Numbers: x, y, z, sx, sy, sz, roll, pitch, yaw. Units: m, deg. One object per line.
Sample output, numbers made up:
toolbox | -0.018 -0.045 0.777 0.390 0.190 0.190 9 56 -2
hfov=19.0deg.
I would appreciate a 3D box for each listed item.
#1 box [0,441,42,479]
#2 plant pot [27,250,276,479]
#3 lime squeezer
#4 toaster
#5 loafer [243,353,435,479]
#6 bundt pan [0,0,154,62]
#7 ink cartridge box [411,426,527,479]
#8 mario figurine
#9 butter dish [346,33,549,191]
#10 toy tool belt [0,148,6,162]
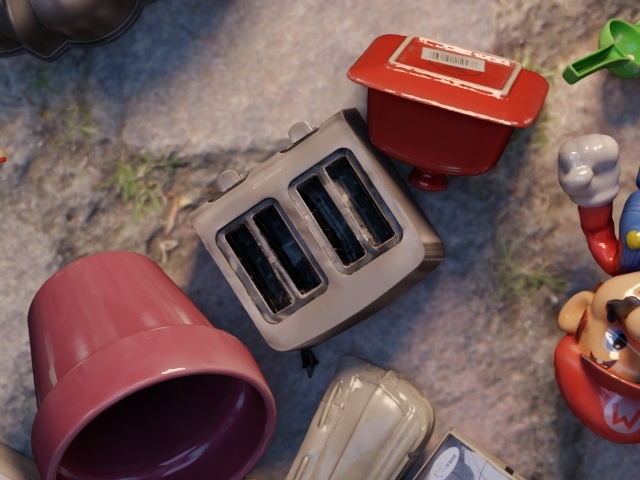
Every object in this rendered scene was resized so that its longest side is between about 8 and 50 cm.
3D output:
box | -0.303 0.276 1.673 0.182 0.119 0.181 29 93 8
plant pot | -0.161 0.115 1.616 0.201 0.201 0.180 -34 50 5
lime squeezer | 0.294 -0.200 1.622 0.310 0.110 0.059 -36 65 -25
toaster | 0.000 0.000 1.640 0.168 0.110 0.185 -33 84 11
loafer | -0.026 0.246 1.647 0.111 0.112 0.319 35 85 12
bundt pan | -0.271 -0.320 1.669 0.331 0.124 0.331 1 95 7
ink cartridge box | 0.196 0.323 1.633 0.333 0.065 0.165 35 92 6
mario figurine | 0.293 0.014 1.571 0.198 0.170 0.320 14 81 42
butter dish | 0.102 -0.098 1.631 0.160 0.160 0.118 16 113 8
toy tool belt | -0.328 -0.087 1.722 0.083 0.052 0.051 -13 95 6
